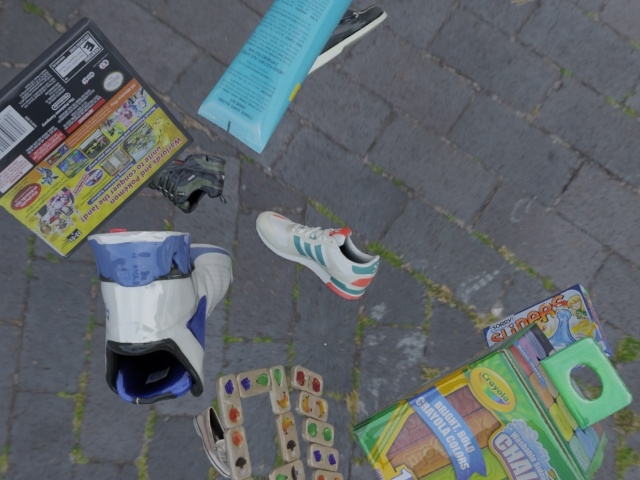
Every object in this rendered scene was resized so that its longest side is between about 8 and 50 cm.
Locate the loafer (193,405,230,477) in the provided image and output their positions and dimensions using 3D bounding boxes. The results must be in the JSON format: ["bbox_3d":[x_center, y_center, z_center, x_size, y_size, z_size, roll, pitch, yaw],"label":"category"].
[{"bbox_3d":[-0.172,0.334,1.252,0.039,0.045,0.125,-48,57,16],"label":"loafer"}]

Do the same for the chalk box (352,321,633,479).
[{"bbox_3d":[0.164,0.165,0.671,0.213,0.132,0.132,-36,77,26],"label":"chalk box"}]

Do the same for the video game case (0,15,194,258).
[{"bbox_3d":[-0.361,-0.142,1.105,0.275,0.248,0.035,-44,41,-7],"label":"video game case"}]

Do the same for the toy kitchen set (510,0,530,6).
[{"bbox_3d":[0.294,-0.382,1.072,0.068,0.083,0.075,-36,109,-33],"label":"toy kitchen set"}]

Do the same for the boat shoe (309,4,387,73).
[{"bbox_3d":[0.022,-0.454,1.609,0.340,0.127,0.113,-44,102,-35],"label":"boat shoe"}]

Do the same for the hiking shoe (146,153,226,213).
[{"bbox_3d":[-0.299,-0.110,1.531,0.227,0.086,0.114,-5,85,22],"label":"hiking shoe"}]

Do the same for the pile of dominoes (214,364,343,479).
[{"bbox_3d":[-0.024,0.270,0.894,0.040,0.196,0.251,-16,82,35],"label":"pile of dominoes"}]

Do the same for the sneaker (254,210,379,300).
[{"bbox_3d":[0.000,0.000,0.904,0.161,0.057,0.075,36,126,4],"label":"sneaker"}]

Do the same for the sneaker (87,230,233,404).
[{"bbox_3d":[-0.186,0.091,0.866,0.128,0.315,0.182,0,85,4],"label":"sneaker"}]

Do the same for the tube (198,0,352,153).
[{"bbox_3d":[-0.023,-0.178,0.640,0.080,0.052,0.207,34,91,33],"label":"tube"}]

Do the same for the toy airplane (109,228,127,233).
[{"bbox_3d":[-0.307,0.027,1.252,0.151,0.151,0.028,11,48,2],"label":"toy airplane"}]

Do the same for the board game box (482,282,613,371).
[{"bbox_3d":[0.397,0.179,1.334,0.201,0.035,0.136,-32,47,27],"label":"board game box"}]
